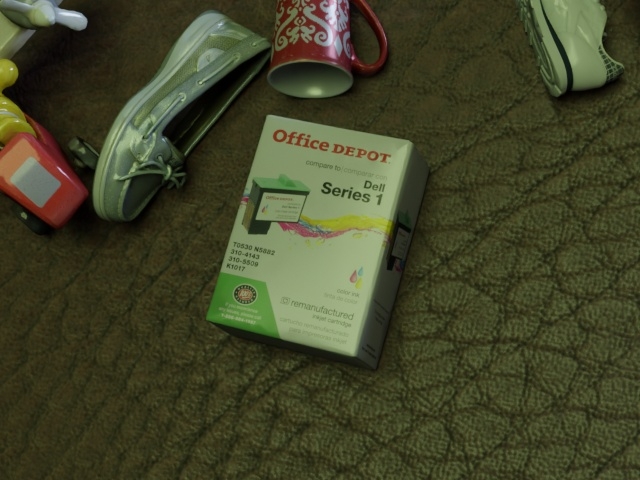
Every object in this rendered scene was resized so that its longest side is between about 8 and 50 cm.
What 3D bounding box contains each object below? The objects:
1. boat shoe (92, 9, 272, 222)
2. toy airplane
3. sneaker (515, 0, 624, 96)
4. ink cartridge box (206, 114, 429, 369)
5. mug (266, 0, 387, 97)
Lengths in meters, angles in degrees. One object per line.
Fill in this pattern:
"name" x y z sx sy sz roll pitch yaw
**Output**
"boat shoe" -0.187 -0.155 1.811 0.103 0.118 0.320 29 77 21
"toy airplane" -0.490 -0.194 1.819 0.384 0.272 0.386 -4 75 15
"sneaker" 0.306 -0.295 1.736 0.095 0.090 0.235 -14 76 -2
"ink cartridge box" 0.000 0.000 1.715 0.201 0.117 0.278 12 79 18
"mug" 0.003 -0.282 1.812 0.113 0.150 0.169 -21 62 48
